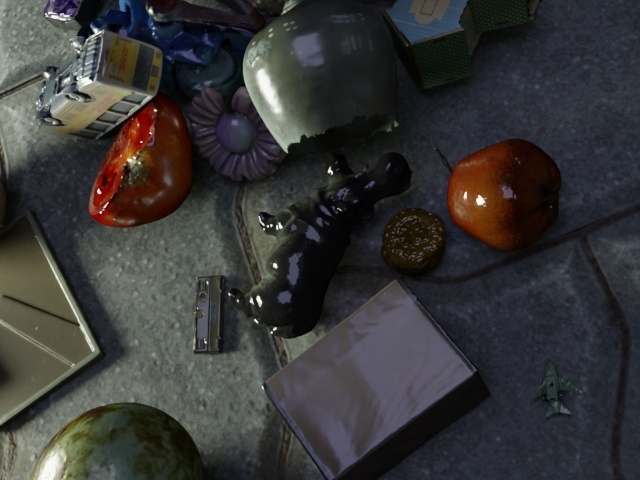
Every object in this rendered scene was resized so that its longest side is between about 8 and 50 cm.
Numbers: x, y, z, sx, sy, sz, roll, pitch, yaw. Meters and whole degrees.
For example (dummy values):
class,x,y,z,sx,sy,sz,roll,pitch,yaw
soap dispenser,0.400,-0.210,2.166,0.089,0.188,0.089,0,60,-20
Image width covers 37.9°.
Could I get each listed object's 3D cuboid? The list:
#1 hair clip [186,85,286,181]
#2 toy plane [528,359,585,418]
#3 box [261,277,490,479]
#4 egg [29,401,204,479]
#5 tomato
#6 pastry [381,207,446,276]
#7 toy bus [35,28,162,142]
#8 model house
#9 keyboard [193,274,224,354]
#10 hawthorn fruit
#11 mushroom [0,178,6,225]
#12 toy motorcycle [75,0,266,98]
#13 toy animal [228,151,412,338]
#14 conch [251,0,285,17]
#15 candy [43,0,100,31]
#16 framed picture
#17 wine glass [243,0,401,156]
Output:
class,x,y,z,sx,sy,sz,roll,pitch,yaw
hair clip,-0.067,-0.177,1.507,0.300,0.173,0.069,-4,32,6
toy plane,0.329,0.209,1.315,0.080,0.033,0.083,-16,68,27
box,0.084,0.210,1.327,0.252,0.153,0.188,-40,65,3
egg,-0.304,0.367,1.355,0.289,0.238,0.238,-38,65,26
tomato,-0.277,-0.119,1.535,0.233,0.139,0.200,-55,28,10
pastry,0.143,0.003,1.426,0.109,0.057,0.097,-34,61,2
toy bus,-0.375,-0.248,1.533,0.342,0.138,0.097,-16,67,59
model house,0.190,-0.345,1.449,0.271,0.178,0.206,20,74,19
keyboard,-0.181,0.120,1.511,0.049,0.015,0.129,-4,72,11
hawthorn fruit,0.249,-0.072,1.376,0.203,0.162,0.163,9,75,42
mushroom,-0.646,-0.068,1.616,0.206,0.209,0.206,-2,40,2
toy motorcycle,-0.238,-0.347,1.614,0.319,0.241,0.182,23,122,16
toy animal,-0.009,-0.012,1.442,0.168,0.106,0.343,32,86,32
conch,-0.028,-0.429,1.573,0.207,0.130,0.155,-24,69,-18
candy,-0.431,-0.547,1.770,0.088,0.061,0.312,12,77,23
framed picture,-0.533,0.132,1.612,0.240,0.020,0.324,-36,67,4
wine glass,-0.010,-0.297,1.369,0.238,0.238,0.323,-16,87,12
